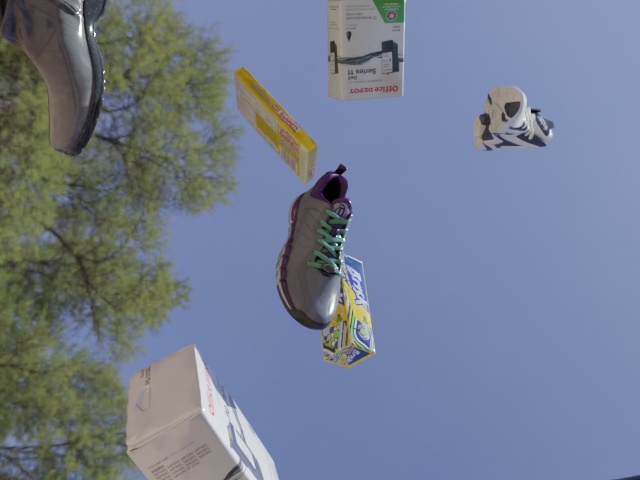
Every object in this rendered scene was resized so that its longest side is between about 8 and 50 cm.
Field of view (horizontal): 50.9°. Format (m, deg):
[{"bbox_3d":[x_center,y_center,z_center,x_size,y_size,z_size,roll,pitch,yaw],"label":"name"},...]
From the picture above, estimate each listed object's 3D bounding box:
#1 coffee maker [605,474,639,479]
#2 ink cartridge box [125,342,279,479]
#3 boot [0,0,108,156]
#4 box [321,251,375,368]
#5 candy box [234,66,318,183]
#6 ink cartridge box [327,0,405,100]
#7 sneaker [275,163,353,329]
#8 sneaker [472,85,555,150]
[{"bbox_3d":[0.306,0.288,0.652,0.178,0.171,0.120,-27,-109,38],"label":"coffee maker"},{"bbox_3d":[-0.139,0.274,0.851,0.237,0.100,0.172,62,-4,-23],"label":"ink cartridge box"},{"bbox_3d":[-0.443,-0.303,0.995,0.118,0.222,0.338,-1,-93,45],"label":"boot"},{"bbox_3d":[0.035,0.101,1.015,0.059,0.054,0.169,-36,-137,33],"label":"box"},{"bbox_3d":[-0.080,-0.199,1.170,0.206,0.027,0.105,49,-22,18],"label":"candy box"},{"bbox_3d":[0.098,-0.413,1.457,0.087,0.153,0.208,-137,-138,-62],"label":"ink cartridge box"},{"bbox_3d":[0.000,0.000,0.841,0.098,0.083,0.224,-50,-150,40],"label":"sneaker"},{"bbox_3d":[0.410,-0.245,1.355,0.235,0.153,0.094,97,-11,-72],"label":"sneaker"}]
